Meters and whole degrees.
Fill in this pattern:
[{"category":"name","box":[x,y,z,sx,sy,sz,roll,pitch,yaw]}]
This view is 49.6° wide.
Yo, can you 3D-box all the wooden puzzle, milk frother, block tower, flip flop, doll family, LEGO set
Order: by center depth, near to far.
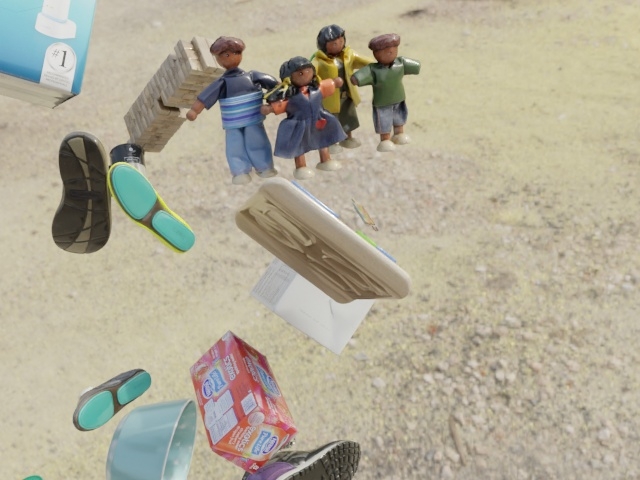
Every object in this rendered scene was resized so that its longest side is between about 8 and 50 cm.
[{"category":"doll family","box":[-0.009,-0.116,0.552,0.193,0.111,0.076,-25,30,-31]},{"category":"flip flop","box":[-0.451,-0.090,1.322,0.112,0.277,0.080,6,33,-10]},{"category":"wooden puzzle","box":[0.000,0.000,1.349,0.081,0.322,0.348,-56,9,-17]},{"category":"wooden puzzle","box":[0.086,-0.051,1.374,0.006,0.049,0.083,-39,69,17]},{"category":"LEGO set","box":[-0.088,0.464,1.569,0.083,0.054,0.023,-16,42,-28]},{"category":"block tower","box":[-0.355,-0.340,1.645,0.090,0.335,0.097,-2,62,-45]},{"category":"milk frother","box":[-0.473,-0.135,1.660,0.129,0.143,0.135,-9,62,-12]}]

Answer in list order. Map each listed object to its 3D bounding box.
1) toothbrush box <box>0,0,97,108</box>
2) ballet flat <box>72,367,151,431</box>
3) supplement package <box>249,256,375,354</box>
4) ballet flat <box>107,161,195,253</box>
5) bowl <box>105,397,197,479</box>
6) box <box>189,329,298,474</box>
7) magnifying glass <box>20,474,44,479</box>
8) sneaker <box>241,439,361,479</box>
[{"category":"toothbrush box","box":[-0.370,-0.327,0.789,0.216,0.296,0.126,10,-4,-35]},{"category":"ballet flat","box":[-0.398,0.292,1.279,0.074,0.074,0.203,8,16,23]},{"category":"supplement package","box":[-0.019,0.123,1.708,0.198,0.199,0.262,-56,17,-6]},{"category":"ballet flat","box":[-0.335,-0.057,1.334,0.077,0.231,0.077,10,57,50]},{"category":"bowl","box":[-0.432,0.542,1.748,0.163,0.312,0.312,9,37,3]},{"category":"box","box":[-0.159,0.316,1.385,0.128,0.122,0.257,-44,33,5]},{"category":"magnifying glass","box":[-0.718,0.644,1.609,0.092,0.026,0.231,-7,29,16]},{"category":"sneaker","box":[-0.037,0.461,1.432,0.124,0.107,0.283,14,13,42]}]
